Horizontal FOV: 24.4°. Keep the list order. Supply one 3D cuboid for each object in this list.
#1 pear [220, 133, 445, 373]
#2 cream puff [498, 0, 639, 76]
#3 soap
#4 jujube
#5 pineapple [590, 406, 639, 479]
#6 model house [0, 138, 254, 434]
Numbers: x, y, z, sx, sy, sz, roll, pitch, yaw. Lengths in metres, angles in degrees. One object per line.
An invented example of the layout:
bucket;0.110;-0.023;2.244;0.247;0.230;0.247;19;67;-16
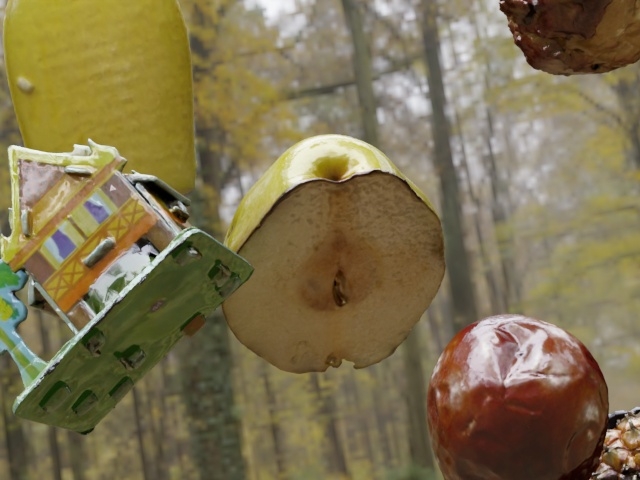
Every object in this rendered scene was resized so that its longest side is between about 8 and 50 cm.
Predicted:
pear;0.000;0.000;2.175;0.340;0.191;0.387;-8;-50;-15
cream puff;0.336;-0.361;1.738;0.350;0.229;0.350;-32;-30;-21
soap;-0.363;-0.263;2.447;0.306;0.427;0.115;-5;12;3
jujube;0.241;0.233;1.846;0.223;0.223;0.318;-8;-41;-4
pineapple;0.406;0.376;1.943;0.262;0.263;0.271;-16;3;31
model house;-0.330;0.042;1.969;0.358;0.313;0.242;-46;-24;4
